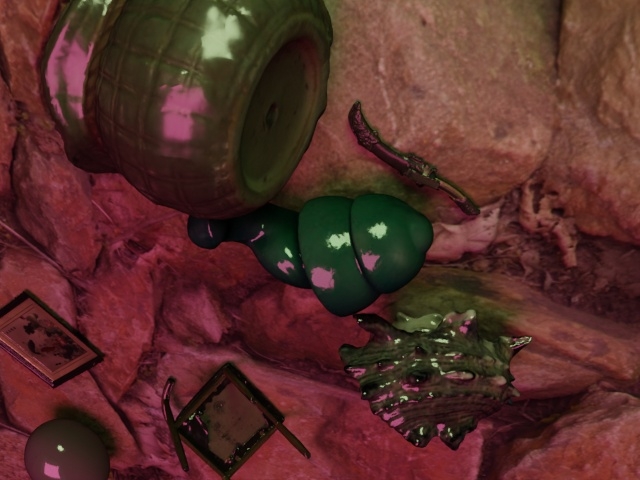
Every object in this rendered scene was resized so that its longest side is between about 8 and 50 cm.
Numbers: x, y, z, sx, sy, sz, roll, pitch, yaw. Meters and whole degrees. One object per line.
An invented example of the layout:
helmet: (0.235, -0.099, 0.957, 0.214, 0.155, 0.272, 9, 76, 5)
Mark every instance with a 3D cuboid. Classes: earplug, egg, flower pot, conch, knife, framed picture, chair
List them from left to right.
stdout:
framed picture: (-0.533, 0.193, 1.308, 0.195, 0.010, 0.199, -29, 114, 33)
egg: (-0.520, 0.453, 1.421, 0.146, 0.146, 0.199, -11, 130, 24)
flower pot: (-0.121, -0.173, 0.740, 0.213, 0.302, 0.302, 23, 131, 15)
chair: (-0.167, 0.330, 1.223, 0.188, 0.166, 0.272, 51, 166, -24)
earplug: (-0.002, -0.008, 0.877, 0.280, 0.164, 0.257, -12, 136, 18)
knife: (0.116, -0.092, 0.884, 0.222, 0.021, 0.045, 38, 125, -13)
conch: (0.149, 0.175, 0.973, 0.240, 0.313, 0.186, 10, 91, 43)
